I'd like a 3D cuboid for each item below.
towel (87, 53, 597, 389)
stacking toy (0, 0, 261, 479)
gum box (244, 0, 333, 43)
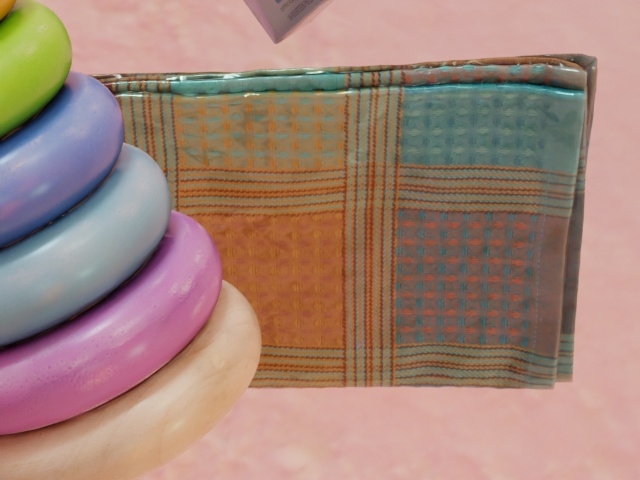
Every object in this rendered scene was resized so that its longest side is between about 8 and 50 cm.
[{"bbox_3d":[0.000,0.000,1.093,0.370,0.040,0.271,-1,125,1],"label":"towel"},{"bbox_3d":[-0.143,-0.066,0.591,0.141,0.141,0.330,-10,116,26],"label":"stacking toy"},{"bbox_3d":[-0.038,-0.241,1.044,0.184,0.041,0.157,53,149,-3],"label":"gum box"}]
